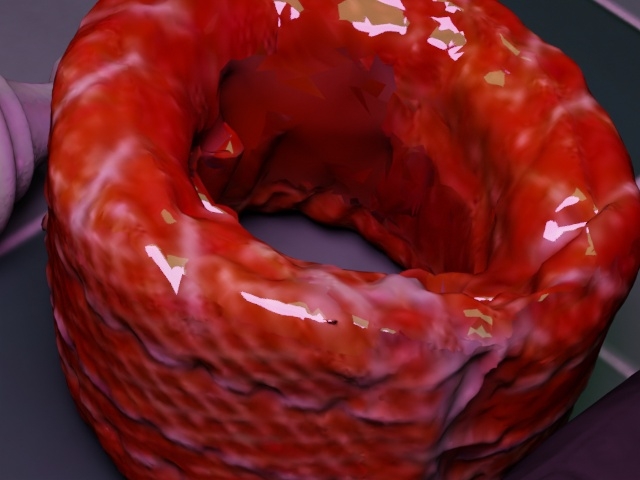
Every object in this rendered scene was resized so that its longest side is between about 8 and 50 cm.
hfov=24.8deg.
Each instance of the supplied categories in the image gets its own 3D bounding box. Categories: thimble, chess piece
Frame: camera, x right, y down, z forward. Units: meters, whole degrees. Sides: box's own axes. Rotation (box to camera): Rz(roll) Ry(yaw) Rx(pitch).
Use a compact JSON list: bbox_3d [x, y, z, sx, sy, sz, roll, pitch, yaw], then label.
[{"bbox_3d":[0.000,0.000,0.852,0.350,0.231,0.350,6,48,-6],"label":"thimble"},{"bbox_3d":[-0.168,-0.086,0.973,0.271,0.139,0.139,-22,56,-41],"label":"chess piece"}]

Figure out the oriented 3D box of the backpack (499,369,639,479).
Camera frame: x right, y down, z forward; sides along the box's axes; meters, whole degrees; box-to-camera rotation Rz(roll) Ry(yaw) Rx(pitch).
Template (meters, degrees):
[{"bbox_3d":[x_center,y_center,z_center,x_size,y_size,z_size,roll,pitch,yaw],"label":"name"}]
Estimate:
[{"bbox_3d":[0.263,0.249,0.680,0.445,0.255,0.363,44,53,17],"label":"backpack"}]
